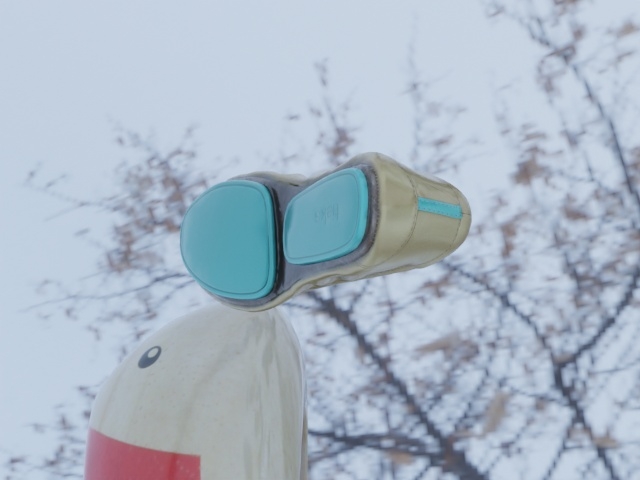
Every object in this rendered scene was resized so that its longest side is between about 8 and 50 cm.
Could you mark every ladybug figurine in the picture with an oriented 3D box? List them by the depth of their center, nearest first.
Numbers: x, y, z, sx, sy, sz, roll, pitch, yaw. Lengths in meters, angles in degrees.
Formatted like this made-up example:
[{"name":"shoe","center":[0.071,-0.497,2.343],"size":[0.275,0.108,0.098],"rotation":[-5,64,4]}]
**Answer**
[{"name":"ladybug figurine","center":[-0.092,0.264,1.338],"size":[0.162,0.305,0.449],"rotation":[0,-90,1]}]

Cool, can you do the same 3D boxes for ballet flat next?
[{"name":"ballet flat","center":[0.000,0.000,0.967],"size":[0.073,0.232,0.080],"rotation":[5,-94,-28]}]
